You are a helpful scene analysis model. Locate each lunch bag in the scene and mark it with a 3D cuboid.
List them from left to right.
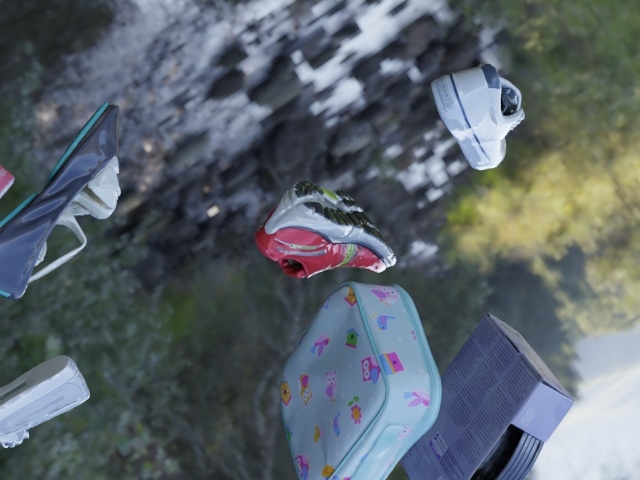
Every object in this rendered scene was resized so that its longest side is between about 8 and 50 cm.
[{"bbox_3d":[0.049,0.209,1.906,0.108,0.224,0.279,1,139,-29],"label":"lunch bag"}]

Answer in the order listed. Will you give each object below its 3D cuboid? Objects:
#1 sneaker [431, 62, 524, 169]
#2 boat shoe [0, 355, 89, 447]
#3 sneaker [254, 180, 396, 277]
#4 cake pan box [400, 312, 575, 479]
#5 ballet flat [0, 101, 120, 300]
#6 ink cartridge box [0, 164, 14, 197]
[{"bbox_3d":[0.216,-0.154,1.808,0.091,0.094,0.258,-18,167,14],"label":"sneaker"},{"bbox_3d":[-0.342,0.196,1.578,0.184,0.063,0.066,-32,-156,-6],"label":"boat shoe"},{"bbox_3d":[0.000,0.000,1.829,0.118,0.107,0.279,-43,153,13],"label":"sneaker"},{"bbox_3d":[0.215,0.251,1.937,0.245,0.070,0.267,-58,-162,9],"label":"cake pan box"},{"bbox_3d":[-0.215,-0.028,1.197,0.203,0.074,0.074,-54,-175,-30],"label":"ballet flat"},{"bbox_3d":[-0.411,-0.059,1.077,0.207,0.283,0.117,-44,-169,18],"label":"ink cartridge box"}]
